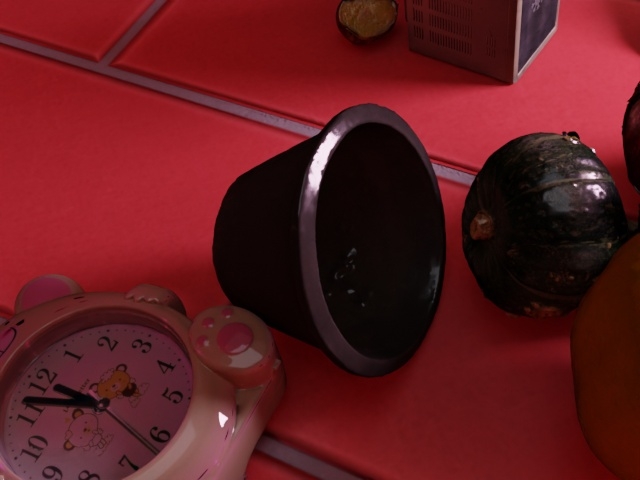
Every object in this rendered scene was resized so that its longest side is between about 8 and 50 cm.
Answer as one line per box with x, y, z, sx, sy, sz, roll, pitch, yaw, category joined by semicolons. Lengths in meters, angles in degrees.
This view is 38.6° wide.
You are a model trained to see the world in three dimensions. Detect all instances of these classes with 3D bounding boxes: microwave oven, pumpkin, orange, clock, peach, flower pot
0.201;-0.350;1.148;0.194;0.240;0.145;27;62;26;microwave oven
0.220;-0.013;0.917;0.146;0.190;0.190;-16;52;-6;pumpkin
0.350;0.111;0.775;0.279;0.235;0.279;1;61;-1;orange
-0.216;0.167;0.892;0.309;0.114;0.284;17;58;22;clock
0.063;-0.305;1.253;0.077;0.050;0.083;40;75;6;peach
0.000;0.000;0.932;0.166;0.269;0.269;1;49;37;flower pot

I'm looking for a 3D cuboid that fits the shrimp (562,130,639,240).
0.307;-0.073;0.905;0.051;0.262;0.198;-17;53;-19;shrimp

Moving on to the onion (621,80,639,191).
0.440;-0.107;0.938;0.252;0.219;0.252;2;55;-3;onion
